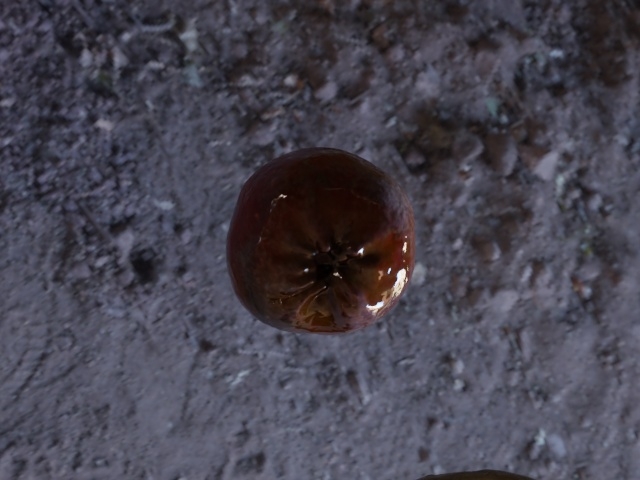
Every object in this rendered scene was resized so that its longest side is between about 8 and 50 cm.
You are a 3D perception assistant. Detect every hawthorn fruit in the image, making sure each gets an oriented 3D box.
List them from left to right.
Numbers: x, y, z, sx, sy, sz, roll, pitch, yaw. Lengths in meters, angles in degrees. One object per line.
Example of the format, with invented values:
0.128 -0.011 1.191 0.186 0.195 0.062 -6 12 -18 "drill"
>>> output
0.000 0.000 0.929 0.173 0.173 0.172 26 50 -36 "hawthorn fruit"

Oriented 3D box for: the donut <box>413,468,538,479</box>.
0.175 0.388 1.064 0.307 0.371 0.150 -48 146 -17 "donut"
